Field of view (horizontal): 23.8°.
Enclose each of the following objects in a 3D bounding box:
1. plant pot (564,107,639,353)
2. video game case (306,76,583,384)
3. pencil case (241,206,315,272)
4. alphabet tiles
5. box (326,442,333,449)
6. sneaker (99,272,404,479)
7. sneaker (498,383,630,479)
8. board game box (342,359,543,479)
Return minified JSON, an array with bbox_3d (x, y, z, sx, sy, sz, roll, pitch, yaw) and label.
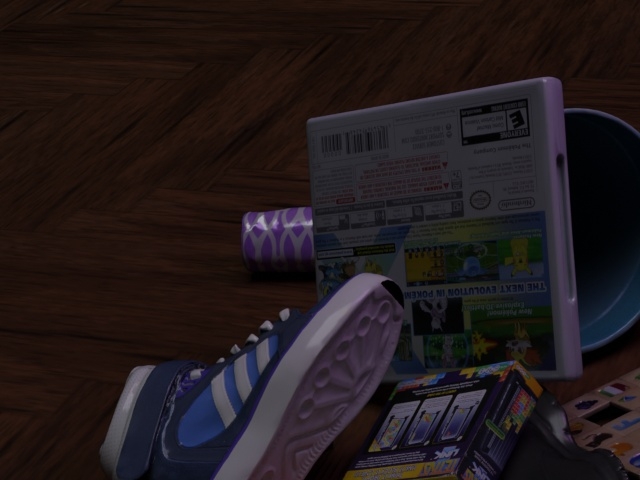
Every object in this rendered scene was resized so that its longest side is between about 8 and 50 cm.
[{"bbox_3d":[0.223,-0.022,1.756,0.272,0.271,0.255,-17,13,-20],"label":"plant pot"},{"bbox_3d":[0.121,0.000,1.589,0.329,0.300,0.036,-6,-3,43],"label":"video game case"},{"bbox_3d":[0.000,0.000,1.934,0.206,0.086,0.088,1,-7,11],"label":"pencil case"},{"bbox_3d":[0.350,0.174,1.511,0.198,0.009,0.237,-22,17,-20],"label":"alphabet tiles"},{"bbox_3d":[-0.035,0.189,1.587,0.083,0.062,0.052,18,34,39],"label":"box"},{"bbox_3d":[-0.090,0.135,1.514,0.236,0.130,0.323,25,76,37],"label":"sneaker"},{"bbox_3d":[0.207,0.238,1.412,0.130,0.109,0.286,-19,19,-10],"label":"sneaker"},{"bbox_3d":[0.114,0.190,1.446,0.170,0.048,0.141,-17,34,51],"label":"board game box"}]
